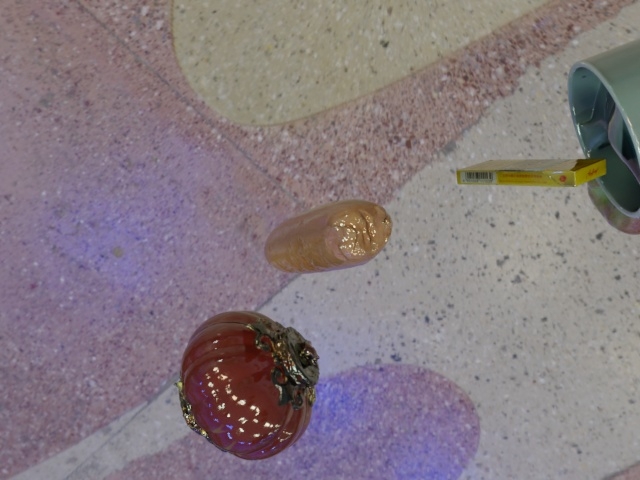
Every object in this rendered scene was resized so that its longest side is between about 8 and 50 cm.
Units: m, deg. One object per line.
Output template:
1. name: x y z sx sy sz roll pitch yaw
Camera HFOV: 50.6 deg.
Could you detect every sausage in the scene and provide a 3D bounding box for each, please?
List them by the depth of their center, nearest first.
1. sausage: 0.001 0.000 0.867 0.086 0.289 0.086 3 83 -21

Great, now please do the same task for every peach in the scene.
1. peach: 0.482 -0.095 1.013 0.152 0.152 0.152 3 116 6

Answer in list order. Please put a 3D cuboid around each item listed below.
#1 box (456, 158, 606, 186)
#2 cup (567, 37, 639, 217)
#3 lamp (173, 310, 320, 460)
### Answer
1. box: 0.255 -0.083 0.827 0.155 0.087 0.023 6 105 44
2. cup: 0.486 -0.176 0.816 0.312 0.205 0.205 -21 112 8
3. lamp: -0.101 0.207 1.004 0.227 0.227 0.226 3 116 6
